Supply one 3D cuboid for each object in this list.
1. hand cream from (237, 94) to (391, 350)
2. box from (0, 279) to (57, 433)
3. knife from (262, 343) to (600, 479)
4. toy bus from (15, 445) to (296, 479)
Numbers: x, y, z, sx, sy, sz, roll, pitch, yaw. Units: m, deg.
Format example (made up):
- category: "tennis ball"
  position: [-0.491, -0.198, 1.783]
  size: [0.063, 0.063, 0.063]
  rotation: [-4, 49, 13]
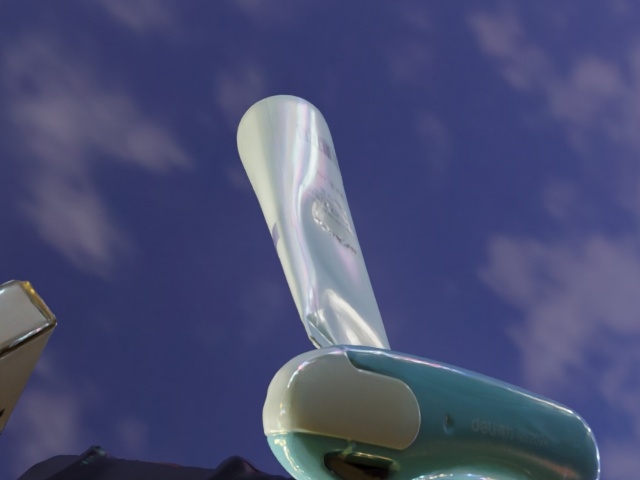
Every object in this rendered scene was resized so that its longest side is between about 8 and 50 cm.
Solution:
- category: "hand cream"
  position: [0.000, 0.000, 1.109]
  size: [0.109, 0.067, 0.321]
  rotation: [46, -167, -32]
- category: "box"
  position: [-0.198, 0.093, 0.798]
  size: [0.115, 0.177, 0.036]
  rotation: [-31, -105, -37]
- category: "knife"
  position: [0.053, 0.085, 0.716]
  size: [0.222, 0.031, 0.064]
  rotation: [16, -112, -46]
- category: "toy bus"
  position: [-0.111, 0.199, 1.113]
  size: [0.093, 0.409, 0.092]
  rotation: [-34, -76, -29]
